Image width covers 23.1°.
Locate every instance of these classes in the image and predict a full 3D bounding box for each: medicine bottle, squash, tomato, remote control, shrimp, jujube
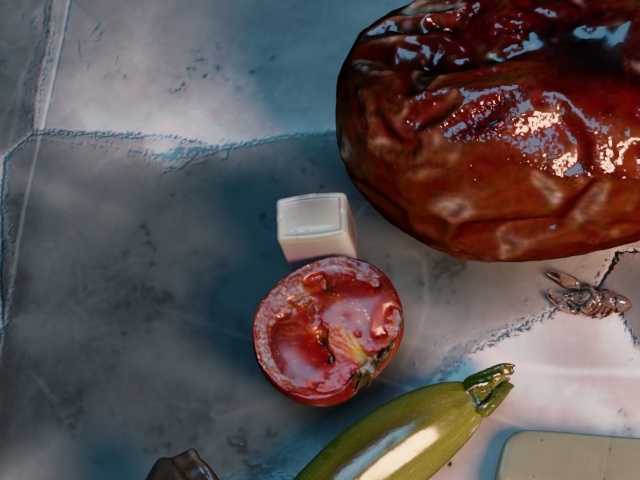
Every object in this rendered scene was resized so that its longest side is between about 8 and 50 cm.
[{"bbox_3d":[0.000,0.000,1.614,0.074,0.118,0.055,-8,63,8],"label":"medicine bottle"},{"bbox_3d":[0.050,0.219,1.518,0.341,0.094,0.094,-40,64,-7],"label":"squash"},{"bbox_3d":[0.011,0.098,1.580,0.139,0.091,0.159,41,79,19],"label":"tomato"},{"bbox_3d":[0.315,0.224,1.462,0.310,0.038,0.090,1,48,21],"label":"remote control"},{"bbox_3d":[0.268,0.060,1.589,0.092,0.029,0.038,22,78,25],"label":"shrimp"},{"bbox_3d":[0.205,-0.117,1.553,0.377,0.276,0.276,-7,63,16],"label":"jujube"}]

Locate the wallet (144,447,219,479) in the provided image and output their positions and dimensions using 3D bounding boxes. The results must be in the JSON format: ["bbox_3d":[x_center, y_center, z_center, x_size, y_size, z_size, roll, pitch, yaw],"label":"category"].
[{"bbox_3d":[-0.104,0.334,1.472,0.245,0.052,0.168,48,118,26],"label":"wallet"}]
